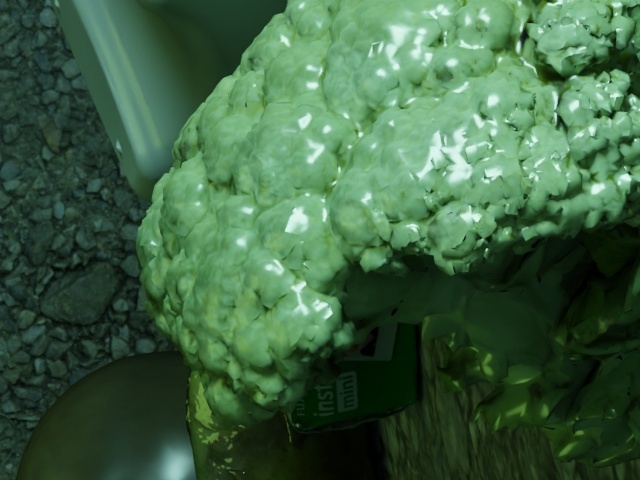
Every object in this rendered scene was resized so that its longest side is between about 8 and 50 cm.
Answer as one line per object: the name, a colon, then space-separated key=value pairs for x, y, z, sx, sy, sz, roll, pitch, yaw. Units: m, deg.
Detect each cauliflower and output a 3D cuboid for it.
cauliflower: x=0.065 y=-0.008 z=0.802 sx=0.250 sy=0.272 sz=0.275 roll=41 pitch=-170 yaw=-12

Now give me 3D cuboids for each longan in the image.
longan: x=-0.137 y=0.286 z=1.865 sx=0.361 sy=0.361 sz=0.361 roll=170 pitch=90 yaw=-80

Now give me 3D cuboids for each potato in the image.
potato: x=-0.015 y=0.183 z=1.587 sx=0.111 sy=0.160 sz=0.272 roll=16 pitch=118 yaw=52

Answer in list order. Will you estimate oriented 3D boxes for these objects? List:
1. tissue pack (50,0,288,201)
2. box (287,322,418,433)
tissue pack: x=-0.019 y=-0.179 z=0.982 sx=0.333 sy=0.236 sz=0.229 roll=100 pitch=148 yaw=-64
box: x=0.000 y=0.000 z=1.388 sx=0.180 sy=0.103 sz=0.250 roll=-121 pitch=23 yaw=-62
